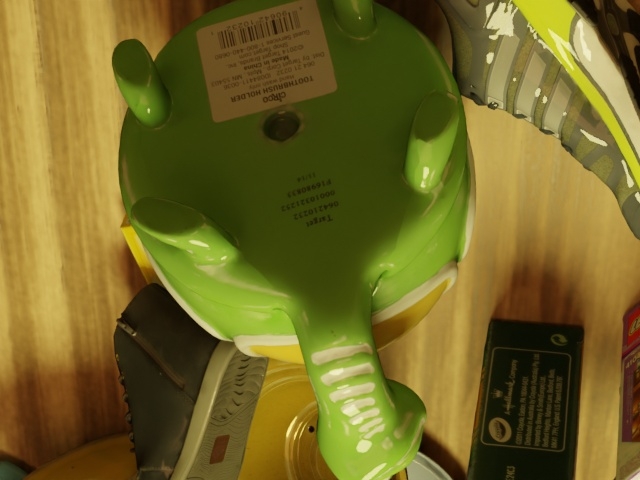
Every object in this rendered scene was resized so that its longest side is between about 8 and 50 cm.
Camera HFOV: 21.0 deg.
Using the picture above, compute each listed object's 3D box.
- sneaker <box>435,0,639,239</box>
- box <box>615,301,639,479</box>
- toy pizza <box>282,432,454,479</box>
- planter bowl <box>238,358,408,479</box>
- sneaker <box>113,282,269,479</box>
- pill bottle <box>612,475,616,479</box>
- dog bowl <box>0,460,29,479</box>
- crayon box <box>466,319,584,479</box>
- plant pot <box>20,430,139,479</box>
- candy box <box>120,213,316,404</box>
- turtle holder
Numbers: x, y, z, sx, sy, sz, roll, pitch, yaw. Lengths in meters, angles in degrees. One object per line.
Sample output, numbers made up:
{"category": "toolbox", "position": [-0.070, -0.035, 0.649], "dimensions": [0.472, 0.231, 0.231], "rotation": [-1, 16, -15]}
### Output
{"category": "sneaker", "position": [0.163, -0.119, 1.199], "dimensions": [0.121, 0.111, 0.300], "rotation": [-19, 115, 35]}
{"category": "box", "position": [0.328, 0.047, 1.215], "dimensions": [0.057, 0.201, 0.293], "rotation": [35, 125, -14]}
{"category": "toy pizza", "position": [0.032, 0.236, 1.521], "dimensions": [0.201, 0.032, 0.201], "rotation": [5, 127, 6]}
{"category": "planter bowl", "position": [-0.002, 0.188, 1.400], "dimensions": [0.217, 0.090, 0.217], "rotation": [5, 100, 32]}
{"category": "sneaker", "position": [-0.125, 0.151, 1.382], "dimensions": [0.118, 0.083, 0.222], "rotation": [28, 102, 33]}
{"category": "pill bottle", "position": [0.283, 0.203, 1.320], "dimensions": [0.119, 0.208, 0.119], "rotation": [26, 140, 24]}
{"category": "dog bowl", "position": [-0.380, 0.244, 1.571], "dimensions": [0.297, 0.074, 0.166], "rotation": [31, 123, -9]}
{"category": "crayon box", "position": [0.158, 0.254, 1.401], "dimensions": [0.083, 0.203, 0.323], "rotation": [5, 127, 8]}
{"category": "plant pot", "position": [-0.164, 0.307, 1.493], "dimensions": [0.254, 0.254, 0.239], "rotation": [-17, 107, 22]}
{"category": "candy box", "position": [-0.077, 0.055, 1.411], "dimensions": [0.105, 0.027, 0.206], "rotation": [-10, 124, 20]}
{"category": "turtle holder", "position": [0.010, -0.015, 1.179], "dimensions": [0.320, 0.243, 0.227], "rotation": [42, 164, 31]}
